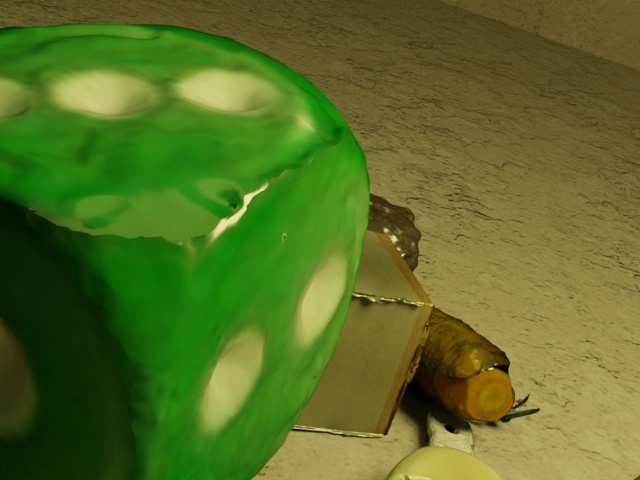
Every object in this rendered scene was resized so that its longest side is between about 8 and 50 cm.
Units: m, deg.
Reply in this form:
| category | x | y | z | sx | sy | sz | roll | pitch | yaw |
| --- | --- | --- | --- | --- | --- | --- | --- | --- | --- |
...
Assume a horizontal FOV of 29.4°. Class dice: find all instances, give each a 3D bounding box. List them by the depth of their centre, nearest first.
| category | x | y | z | sx | sy | sz | roll | pitch | yaw |
| --- | --- | --- | --- | --- | --- | --- | --- | --- | --- |
| dice | -0.153 | 0.018 | 0.892 | 0.297 | 0.287 | 0.300 | 19 | 33 | 23 |

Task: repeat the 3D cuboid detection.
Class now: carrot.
| category | x | y | z | sx | sy | sz | roll | pitch | yaw |
| --- | --- | --- | --- | --- | --- | --- | --- | --- | --- |
| carrot | 0.118 | 0.112 | 1.155 | 0.082 | 0.082 | 0.173 | 6 | 15 | -25 |

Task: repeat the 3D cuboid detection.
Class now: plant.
| category | x | y | z | sx | sy | sz | roll | pitch | yaw |
| --- | --- | --- | --- | --- | --- | --- | --- | --- | --- |
| plant | 0.000 | 0.000 | 1.289 | 0.194 | 0.129 | 0.132 | 12 | 24 | -17 |

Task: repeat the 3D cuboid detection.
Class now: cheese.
| category | x | y | z | sx | sy | sz | roll | pitch | yaw |
| --- | --- | --- | --- | --- | --- | --- | --- | --- | --- |
| cheese | 0.114 | 0.198 | 1.024 | 0.127 | 0.050 | 0.235 | 18 | 16 | 1 |

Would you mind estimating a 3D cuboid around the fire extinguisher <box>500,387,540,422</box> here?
| category | x | y | z | sx | sy | sz | roll | pitch | yaw |
| --- | --- | --- | --- | --- | --- | --- | --- | --- | --- |
| fire extinguisher | 0.149 | 0.132 | 1.204 | 0.064 | 0.043 | 0.158 | -23 | 35 | -11 |

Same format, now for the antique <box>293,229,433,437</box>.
| category | x | y | z | sx | sy | sz | roll | pitch | yaw |
| --- | --- | --- | --- | --- | --- | --- | --- | --- | --- |
| antique | 0.013 | 0.077 | 1.108 | 0.148 | 0.147 | 0.152 | 11 | 24 | -21 |

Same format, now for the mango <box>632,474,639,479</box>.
| category | x | y | z | sx | sy | sz | roll | pitch | yaw |
| --- | --- | --- | --- | --- | --- | --- | --- | --- | --- |
| mango | 0.297 | 0.265 | 0.918 | 0.177 | 0.120 | 0.295 | 11 | 21 | 7 |
